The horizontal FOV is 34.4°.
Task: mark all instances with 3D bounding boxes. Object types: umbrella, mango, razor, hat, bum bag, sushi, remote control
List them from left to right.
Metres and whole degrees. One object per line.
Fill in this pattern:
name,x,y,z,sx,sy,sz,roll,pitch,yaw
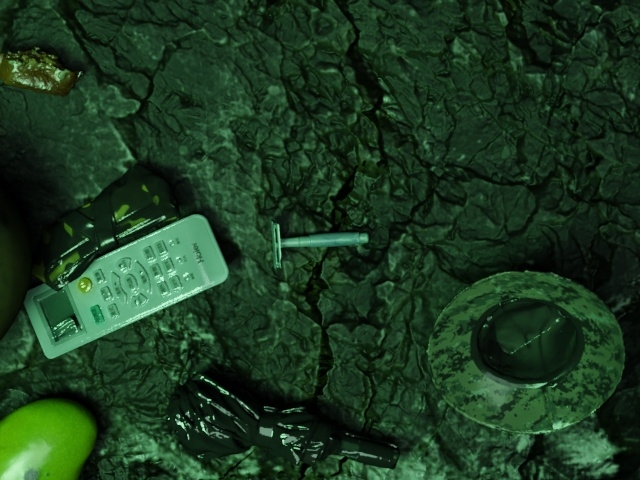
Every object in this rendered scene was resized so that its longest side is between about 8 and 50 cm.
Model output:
mango,-0.429,0.357,1.484,0.175,0.143,0.293,28,94,-7
sushi,-0.380,-0.228,1.379,0.117,0.061,0.060,9,96,-22
bum bag,-0.302,-0.017,1.415,0.232,0.060,0.107,-29,63,7
remote control,-0.272,0.064,1.447,0.293,0.051,0.103,-24,86,8
umbrella,-0.052,0.275,1.477,0.340,0.118,0.118,14,104,-7
razor,0.000,0.000,1.436,0.135,0.040,0.068,-4,104,-3
hat,0.283,0.134,1.416,0.265,0.128,0.266,5,111,14

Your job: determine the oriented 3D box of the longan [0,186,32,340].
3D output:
longan,-0.532,0.043,1.324,0.318,0.319,0.319,0,104,1
